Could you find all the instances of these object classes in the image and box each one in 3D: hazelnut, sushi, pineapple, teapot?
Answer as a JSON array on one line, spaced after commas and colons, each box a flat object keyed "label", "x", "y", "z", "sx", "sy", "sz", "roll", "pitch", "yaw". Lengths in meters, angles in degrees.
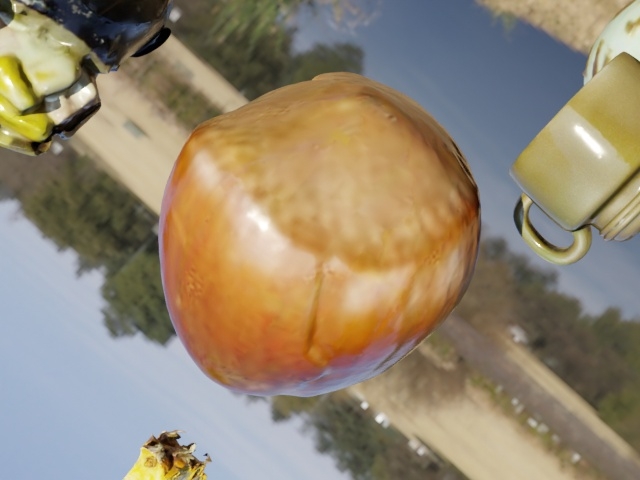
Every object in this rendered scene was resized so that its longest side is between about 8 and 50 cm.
[{"label": "hazelnut", "x": 0.000, "y": 0.000, "z": 1.315, "sx": 0.315, "sy": 0.372, "sz": 0.372, "roll": 36, "pitch": 175, "yaw": 33}, {"label": "sushi", "x": -0.368, "y": -0.279, "z": 1.481, "sx": 0.328, "sy": 0.285, "sz": 0.328, "roll": 34, "pitch": 180, "yaw": -44}, {"label": "pineapple", "x": -0.182, "y": 0.257, "z": 1.407, "sx": 0.069, "sy": 0.116, "sz": 0.137, "roll": 42, "pitch": 170, "yaw": 20}, {"label": "teapot", "x": 0.313, "y": -0.069, "z": 1.364, "sx": 0.175, "sy": 0.268, "sz": 0.185, "roll": 46, "pitch": -142, "yaw": 9}]

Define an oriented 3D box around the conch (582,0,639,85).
[{"label": "conch", "x": 0.506, "y": -0.259, "z": 1.620, "sx": 0.249, "sy": 0.368, "sz": 0.197, "roll": 34, "pitch": 180, "yaw": 1}]
